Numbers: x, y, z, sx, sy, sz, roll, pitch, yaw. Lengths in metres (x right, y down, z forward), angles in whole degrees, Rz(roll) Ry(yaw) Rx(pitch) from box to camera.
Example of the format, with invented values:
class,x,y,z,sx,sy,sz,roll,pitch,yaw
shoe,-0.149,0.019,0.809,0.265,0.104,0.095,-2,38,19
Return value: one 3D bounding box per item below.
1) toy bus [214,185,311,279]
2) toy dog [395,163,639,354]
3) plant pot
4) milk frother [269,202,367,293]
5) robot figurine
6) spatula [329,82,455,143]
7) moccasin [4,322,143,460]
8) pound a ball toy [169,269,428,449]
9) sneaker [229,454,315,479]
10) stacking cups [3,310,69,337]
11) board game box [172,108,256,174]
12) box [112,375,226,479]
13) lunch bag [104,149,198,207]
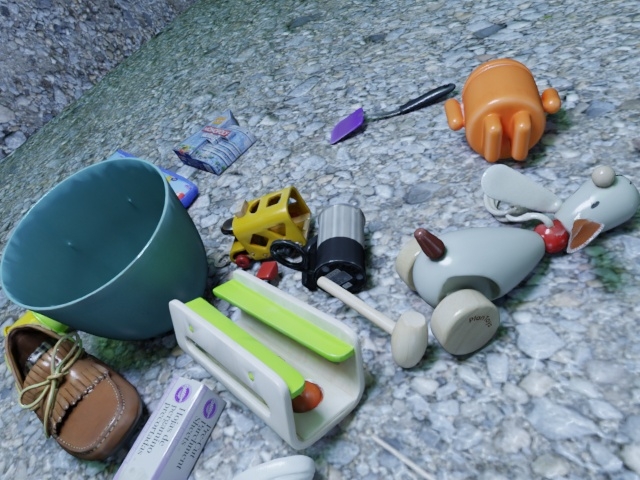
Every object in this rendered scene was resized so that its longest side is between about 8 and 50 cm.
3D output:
class,x,y,z,sx,sy,sz,roll,pitch,yaw
toy bus,-0.118,-0.028,0.843,0.202,0.104,0.191,-44,37,-16
toy dog,0.236,-0.015,0.584,0.334,0.161,0.220,-44,42,-15
plant pot,-0.338,0.040,0.798,0.293,0.235,0.292,-9,54,13
milk frother,0.000,0.000,0.727,0.129,0.143,0.134,-18,41,20
robot figurine,0.314,-0.229,0.784,0.158,0.128,0.219,-35,32,40
spatula,0.154,-0.291,1.016,0.297,0.030,0.084,-15,40,18
moccasin,-0.420,0.227,0.743,0.380,0.147,0.139,22,63,43
pound a ball toy,-0.036,0.147,0.634,0.208,0.135,0.319,-27,32,-37
sneaker,-0.088,0.325,0.513,0.212,0.080,0.094,-33,51,8
stacking cups,-0.488,0.101,0.943,0.316,0.096,0.096,-44,42,-11
board game box,-0.275,-0.277,1.238,0.194,0.060,0.194,21,63,43
box,-0.236,0.339,0.583,0.063,0.067,0.323,3,49,32
lunch bag,-0.458,-0.087,1.119,0.294,0.138,0.221,18,56,31
